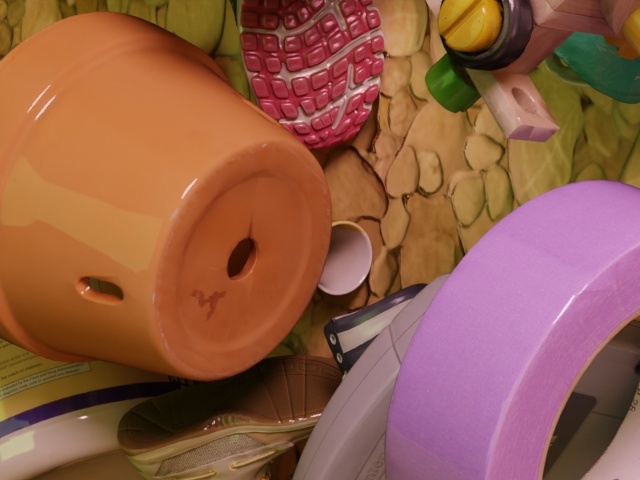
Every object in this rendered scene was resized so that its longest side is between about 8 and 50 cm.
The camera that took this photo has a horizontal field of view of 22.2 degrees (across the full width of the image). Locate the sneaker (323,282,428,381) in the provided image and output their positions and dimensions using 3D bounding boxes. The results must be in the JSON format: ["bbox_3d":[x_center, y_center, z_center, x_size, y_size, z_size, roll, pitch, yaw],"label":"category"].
[{"bbox_3d":[0.040,0.159,1.306,0.282,0.099,0.153,-54,55,30],"label":"sneaker"}]

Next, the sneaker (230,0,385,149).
[{"bbox_3d":[-0.024,-0.224,1.380,0.112,0.120,0.299,173,83,-85],"label":"sneaker"}]

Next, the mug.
[{"bbox_3d":[0.003,0.002,1.382,0.064,0.062,0.078,17,99,58],"label":"mug"}]

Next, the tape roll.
[{"bbox_3d":[0.171,0.105,1.010,0.090,0.274,0.275,28,112,46],"label":"tape roll"}]

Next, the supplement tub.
[{"bbox_3d":[-0.258,0.074,1.551,0.241,0.241,0.331,-37,63,44],"label":"supplement tub"}]

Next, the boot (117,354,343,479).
[{"bbox_3d":[-0.052,0.189,1.420,0.077,0.213,0.165,-101,-5,-48],"label":"boot"}]

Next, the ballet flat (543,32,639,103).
[{"bbox_3d":[0.157,-0.169,1.175,0.247,0.083,0.087,43,135,42],"label":"ballet flat"}]

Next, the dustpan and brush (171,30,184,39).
[{"bbox_3d":[-0.132,-0.074,1.550,0.147,0.060,0.211,-28,63,59],"label":"dustpan and brush"}]

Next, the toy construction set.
[{"bbox_3d":[0.207,-0.127,0.983,0.309,0.257,0.237,47,116,2],"label":"toy construction set"}]

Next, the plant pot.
[{"bbox_3d":[-0.128,-0.017,1.300,0.203,0.291,0.291,24,109,36],"label":"plant pot"}]

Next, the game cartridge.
[{"bbox_3d":[0.093,0.155,1.166,0.062,0.198,0.297,-100,33,-53],"label":"game cartridge"}]
